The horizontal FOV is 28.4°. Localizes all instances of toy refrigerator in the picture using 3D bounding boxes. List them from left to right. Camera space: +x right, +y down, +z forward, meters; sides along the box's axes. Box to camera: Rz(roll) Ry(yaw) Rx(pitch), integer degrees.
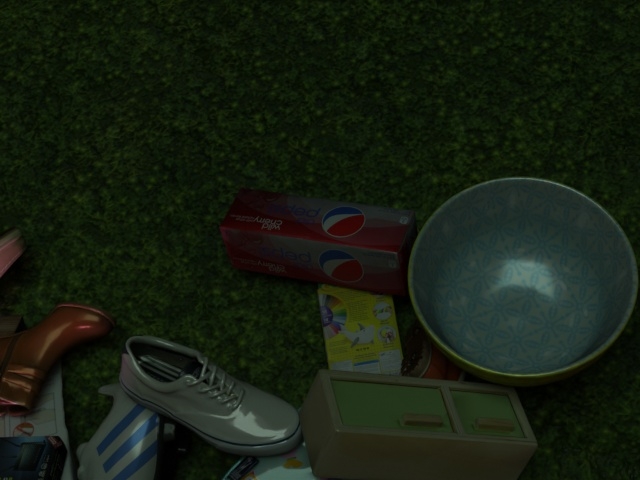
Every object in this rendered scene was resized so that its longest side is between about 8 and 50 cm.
[{"bbox_3d":[0.120,0.229,1.548,0.269,0.094,0.102,8,38,-21],"label":"toy refrigerator"}]

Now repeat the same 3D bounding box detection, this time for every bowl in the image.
[{"bbox_3d":[0.260,0.076,1.658,0.289,0.156,0.289,-2,61,4],"label":"bowl"}]

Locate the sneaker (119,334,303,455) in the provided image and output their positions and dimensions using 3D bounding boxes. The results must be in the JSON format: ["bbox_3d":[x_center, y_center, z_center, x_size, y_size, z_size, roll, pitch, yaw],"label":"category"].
[{"bbox_3d":[-0.143,0.193,1.582,0.258,0.091,0.094,17,53,15],"label":"sneaker"}]

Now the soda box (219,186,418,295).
[{"bbox_3d":[0.000,0.000,1.743,0.263,0.092,0.083,8,49,20],"label":"soda box"}]

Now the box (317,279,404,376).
[{"bbox_3d":[0.055,0.123,1.728,0.105,0.043,0.179,-9,63,3],"label":"box"}]

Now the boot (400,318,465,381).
[{"bbox_3d":[0.158,0.148,1.688,0.084,0.059,0.158,35,37,-13],"label":"boot"}]

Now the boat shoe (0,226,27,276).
[{"bbox_3d":[-0.516,0.108,1.786,0.098,0.109,0.302,46,70,-14],"label":"boat shoe"}]

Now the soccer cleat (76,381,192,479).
[{"bbox_3d":[-0.256,0.330,1.629,0.143,0.116,0.331,-1,56,16],"label":"soccer cleat"}]

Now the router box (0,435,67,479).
[{"bbox_3d":[-0.382,0.308,1.606,0.092,0.038,0.122,-4,47,11],"label":"router box"}]

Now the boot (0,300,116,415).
[{"bbox_3d":[-0.380,0.167,1.726,0.197,0.073,0.152,-11,43,18],"label":"boot"}]

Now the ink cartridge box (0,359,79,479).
[{"bbox_3d":[-0.463,0.360,1.667,0.308,0.091,0.385,-16,45,-1],"label":"ink cartridge box"}]

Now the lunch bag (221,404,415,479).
[{"bbox_3d":[0.016,0.342,1.579,0.224,0.108,0.279,-41,65,-14],"label":"lunch bag"}]
